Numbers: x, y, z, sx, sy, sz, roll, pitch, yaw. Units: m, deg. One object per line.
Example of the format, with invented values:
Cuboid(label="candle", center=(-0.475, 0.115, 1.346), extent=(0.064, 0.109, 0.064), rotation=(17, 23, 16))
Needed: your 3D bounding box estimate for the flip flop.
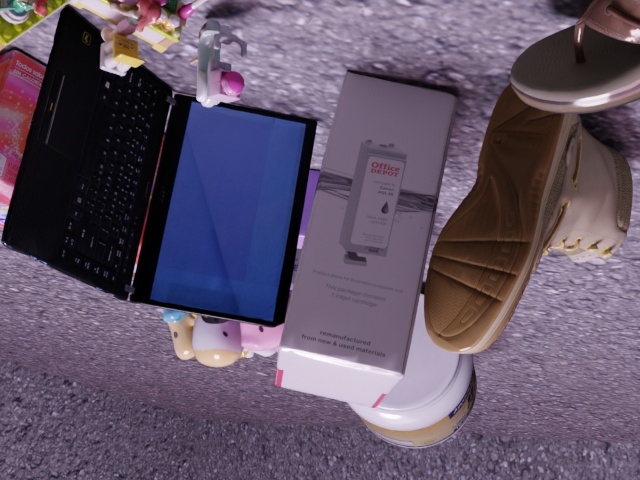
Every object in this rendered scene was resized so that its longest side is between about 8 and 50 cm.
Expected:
Cuboid(label="flip flop", center=(0.245, -0.163, 0.664), extent=(0.080, 0.112, 0.277), rotation=(48, 148, -22))

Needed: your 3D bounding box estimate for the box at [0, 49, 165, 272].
Cuboid(label="box", center=(-0.287, -0.074, 1.109), extent=(0.154, 0.142, 0.300), rotation=(-6, 156, 40))

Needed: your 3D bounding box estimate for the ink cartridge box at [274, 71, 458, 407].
Cuboid(label="ink cartridge box", center=(0.043, 0.007, 0.969), extent=(0.117, 0.283, 0.207), rotation=(13, 162, 1))

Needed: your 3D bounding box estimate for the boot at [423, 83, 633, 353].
Cuboid(label="boot", center=(0.206, 0.001, 0.915), extent=(0.095, 0.262, 0.203), rotation=(13, 170, 40))

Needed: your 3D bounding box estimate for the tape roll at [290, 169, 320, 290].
Cuboid(label="tape roll", center=(0.000, 0.000, 1.277), extent=(0.274, 0.090, 0.275), rotation=(8, 162, 3))

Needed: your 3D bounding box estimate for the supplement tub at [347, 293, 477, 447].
Cuboid(label="supplement tub", center=(0.147, 0.219, 1.637), extent=(0.228, 0.228, 0.316), rotation=(5, 162, 13))

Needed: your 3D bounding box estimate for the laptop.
Cuboid(label="laptop", center=(-0.139, -0.063, 0.925), extent=(0.136, 0.234, 0.264), rotation=(-2, 158, 29))

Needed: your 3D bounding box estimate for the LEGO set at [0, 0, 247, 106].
Cuboid(label="LEGO set", center=(-0.169, -0.182, 0.745), extent=(0.287, 0.132, 0.107), rotation=(-4, 170, -44))

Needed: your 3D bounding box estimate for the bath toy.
Cuboid(label="bath toy", center=(-0.067, 0.101, 1.288), extent=(0.348, 0.151, 0.129), rotation=(-11, 118, 46))
